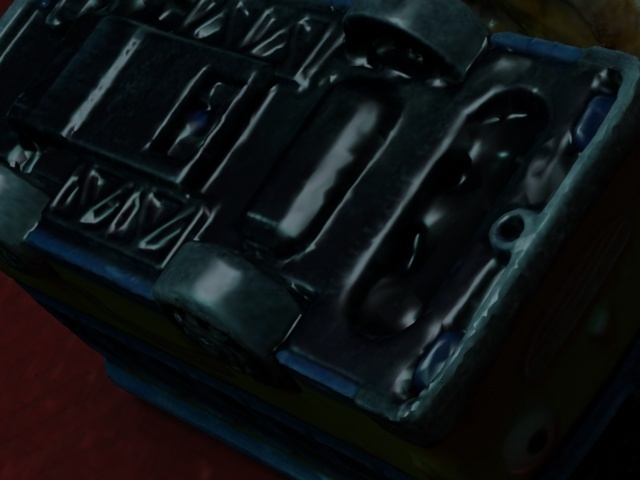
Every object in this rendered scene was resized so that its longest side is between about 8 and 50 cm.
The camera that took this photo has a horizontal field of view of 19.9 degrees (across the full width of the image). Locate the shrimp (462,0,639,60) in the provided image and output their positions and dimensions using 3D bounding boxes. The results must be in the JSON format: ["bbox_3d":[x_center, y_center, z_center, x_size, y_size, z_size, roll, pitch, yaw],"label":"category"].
[{"bbox_3d":[0.043,-0.138,0.731,0.062,0.164,0.317,-39,82,-15],"label":"shrimp"}]

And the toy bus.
[{"bbox_3d":[0.000,0.000,0.692,0.312,0.190,0.152,21,71,45],"label":"toy bus"}]
